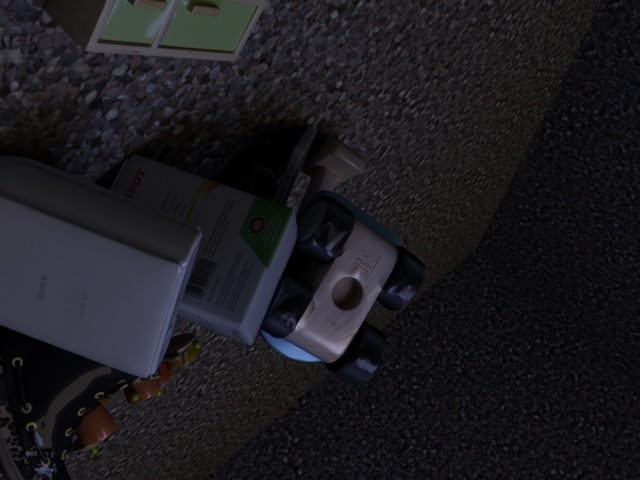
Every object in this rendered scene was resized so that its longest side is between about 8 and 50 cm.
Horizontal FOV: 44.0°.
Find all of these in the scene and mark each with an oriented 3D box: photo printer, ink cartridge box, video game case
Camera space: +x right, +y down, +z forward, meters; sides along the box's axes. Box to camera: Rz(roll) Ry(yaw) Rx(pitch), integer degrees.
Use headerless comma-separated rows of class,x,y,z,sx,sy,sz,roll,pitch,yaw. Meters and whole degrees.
photo printer,-0.334,0.034,1.061,0.107,0.308,0.256,-72,-175,-51
ink cartridge box,-0.201,0.013,1.226,0.117,0.278,0.201,83,28,-69
video game case,-0.061,-0.117,1.536,0.201,0.023,0.183,-70,-176,-69

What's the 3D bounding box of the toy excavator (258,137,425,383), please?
toy excavator,0.000,0.000,1.487,0.432,0.222,0.445,-60,-156,-7

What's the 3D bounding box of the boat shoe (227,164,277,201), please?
boat shoe,-0.191,0.002,1.540,0.335,0.112,0.095,-63,169,23

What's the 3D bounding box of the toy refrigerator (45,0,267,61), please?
toy refrigerator,-0.192,-0.292,0.988,0.270,0.094,0.102,-14,143,-56

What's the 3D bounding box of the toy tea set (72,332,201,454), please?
toy tea set,-0.383,0.317,1.599,0.200,0.124,0.336,-7,-158,41

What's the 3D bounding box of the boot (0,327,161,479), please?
boot,-0.399,0.274,1.308,0.284,0.377,0.138,-28,-162,-15
